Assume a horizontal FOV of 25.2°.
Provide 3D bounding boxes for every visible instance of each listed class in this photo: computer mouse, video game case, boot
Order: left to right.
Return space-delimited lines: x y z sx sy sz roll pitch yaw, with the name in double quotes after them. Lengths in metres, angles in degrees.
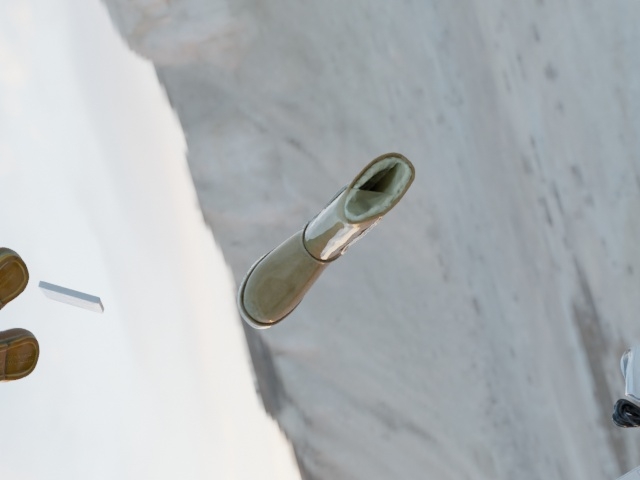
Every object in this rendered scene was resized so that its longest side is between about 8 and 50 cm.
-0.352 0.081 2.033 0.122 0.087 0.011 120 166 -79 "video game case"
0.000 0.000 1.992 0.089 0.236 0.269 41 156 -4 "boot"
0.406 0.175 1.761 0.193 0.106 0.042 -75 0 -62 "computer mouse"

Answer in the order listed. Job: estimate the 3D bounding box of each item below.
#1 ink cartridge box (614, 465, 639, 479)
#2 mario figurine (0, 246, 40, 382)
0.469 0.446 2.143 0.066 0.296 0.261 56 172 43 "ink cartridge box"
-0.410 0.041 1.451 0.170 0.321 0.198 30 -106 -57 "mario figurine"
